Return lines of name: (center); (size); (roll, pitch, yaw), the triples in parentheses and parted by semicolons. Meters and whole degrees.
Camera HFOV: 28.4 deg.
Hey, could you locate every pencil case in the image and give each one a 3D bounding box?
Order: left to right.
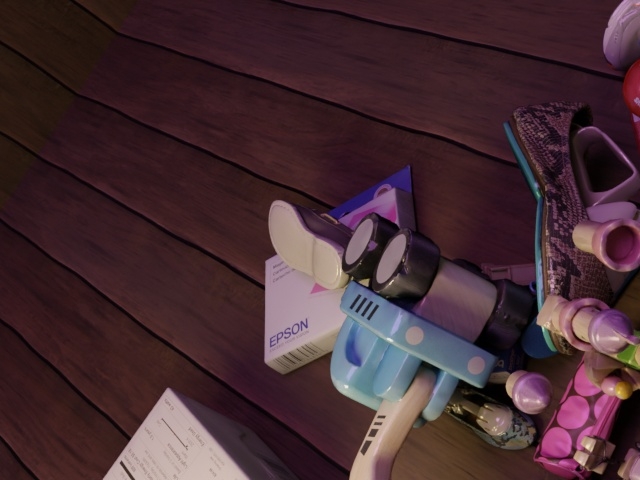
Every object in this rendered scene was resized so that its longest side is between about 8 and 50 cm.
pencil case: (0.383, 0.237, 1.773); (0.209, 0.095, 0.098); (-64, 3, -9)

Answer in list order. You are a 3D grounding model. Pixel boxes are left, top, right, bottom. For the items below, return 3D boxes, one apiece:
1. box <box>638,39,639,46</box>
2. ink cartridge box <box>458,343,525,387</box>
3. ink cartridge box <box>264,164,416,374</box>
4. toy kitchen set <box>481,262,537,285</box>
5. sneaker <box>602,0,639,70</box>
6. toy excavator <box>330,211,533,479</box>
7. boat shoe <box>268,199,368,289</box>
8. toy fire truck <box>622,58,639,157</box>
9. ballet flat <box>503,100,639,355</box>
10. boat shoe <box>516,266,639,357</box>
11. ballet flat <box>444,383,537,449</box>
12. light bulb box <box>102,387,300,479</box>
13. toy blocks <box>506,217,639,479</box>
box: (0.546, -0.266, 1.737); (0.225, 0.036, 0.136); (47, 114, 34)
ink cartridge box: (0.230, 0.182, 2.017); (0.207, 0.046, 0.097); (-12, 55, 42)
ink cartridge box: (0.033, 0.041, 2.323); (0.324, 0.071, 0.330); (-30, 45, 30)
toy kitchen set: (0.304, 0.071, 2.043); (0.083, 0.075, 0.068); (-126, 30, -84)
sneaker: (0.570, -0.368, 2.034); (0.262, 0.099, 0.121); (-48, 42, 11)
toy excavator: (0.118, 0.224, 1.843); (0.445, 0.222, 0.433); (-64, 18, 1)
boat shoe: (0.000, 0.004, 2.257); (0.305, 0.091, 0.109); (37, 127, 55)
toy fire truck: (0.592, -0.161, 1.821); (0.302, 0.169, 0.254); (-20, 73, 37)
ballet flat: (0.379, -0.050, 1.828); (0.182, 0.164, 0.483); (-16, 40, 14)
boat shoe: (0.388, 0.074, 1.904); (0.258, 0.109, 0.089); (-40, 29, -8)
ballet flat: (0.245, 0.264, 1.923); (0.188, 0.070, 0.070); (17, 76, 51)
light bulb box: (-0.210, 0.503, 2.098); (0.361, 0.225, 0.358); (-55, 38, 1)
toy blocks: (0.416, 0.164, 1.553); (0.309, 0.288, 0.260); (-64, 12, 1)
